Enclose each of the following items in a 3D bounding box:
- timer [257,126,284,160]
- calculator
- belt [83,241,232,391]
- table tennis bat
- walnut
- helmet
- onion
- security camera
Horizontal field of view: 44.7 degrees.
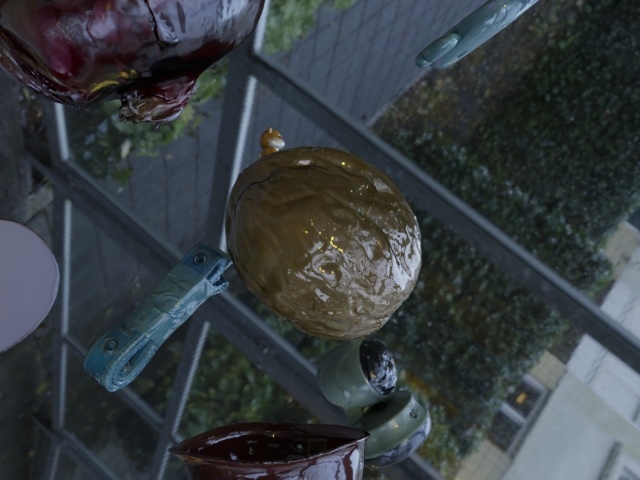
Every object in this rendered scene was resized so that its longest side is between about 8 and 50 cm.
[{"bbox_3d":[-0.103,-0.161,1.638,0.132,0.132,0.152,3,87,-75],"label":"timer"},{"bbox_3d":[0.235,-0.303,1.044,0.299,0.041,0.185,-39,-174,-29],"label":"calculator"},{"bbox_3d":[-0.267,0.124,1.310,0.302,0.072,0.087,-46,150,-19],"label":"belt"},{"bbox_3d":[-0.136,0.026,0.288,0.083,0.050,0.007,-40,-155,-23],"label":"table tennis bat"},{"bbox_3d":[0.002,-0.002,1.149,0.252,0.313,0.277,-27,-150,45],"label":"walnut"},{"bbox_3d":[-0.087,0.463,1.408,0.385,0.337,0.230,1,86,-53],"label":"helmet"},{"bbox_3d":[-0.196,-0.242,0.845,0.314,0.232,0.314,-24,-168,6],"label":"onion"},{"bbox_3d":[0.111,0.350,1.762,0.191,0.277,0.197,-28,-174,32],"label":"security camera"}]
